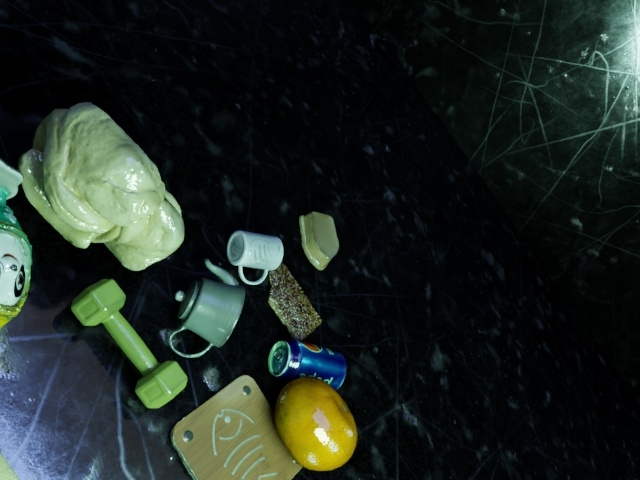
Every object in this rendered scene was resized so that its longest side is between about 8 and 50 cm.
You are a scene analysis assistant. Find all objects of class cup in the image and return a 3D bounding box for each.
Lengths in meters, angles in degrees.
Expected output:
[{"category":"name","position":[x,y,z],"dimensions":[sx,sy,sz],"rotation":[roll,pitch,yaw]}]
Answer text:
[{"category":"cup","position":[-0.179,0.045,1.678],"dimensions":[0.133,0.099,0.136],"rotation":[12,56,-41]}]

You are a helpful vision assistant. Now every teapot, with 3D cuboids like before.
[{"category":"teapot","position":[-0.288,0.168,1.461],"dimensions":[0.149,0.162,0.239],"rotation":[26,77,-20]}]

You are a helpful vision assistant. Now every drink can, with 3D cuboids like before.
[{"category":"drink can","position":[-0.034,0.336,1.616],"dimensions":[0.205,0.118,0.118],"rotation":[21,51,-35]}]

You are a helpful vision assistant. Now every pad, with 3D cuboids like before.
[{"category":"pad","position":[-0.191,0.497,1.431],"dimensions":[0.284,0.018,0.287],"rotation":[57,38,2]}]

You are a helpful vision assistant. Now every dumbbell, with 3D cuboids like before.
[{"category":"dumbbell","position":[-0.416,0.224,1.312],"dimensions":[0.302,0.121,0.108],"rotation":[53,10,-4]}]

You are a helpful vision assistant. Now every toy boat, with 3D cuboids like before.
[{"category":"toy boat","position":[0.000,0.000,1.918],"dimensions":[0.116,0.061,0.188],"rotation":[13,56,-40]}]

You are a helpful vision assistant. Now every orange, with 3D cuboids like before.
[{"category":"orange","position":[-0.017,0.457,1.491],"dimensions":[0.240,0.171,0.240],"rotation":[54,9,-13]}]

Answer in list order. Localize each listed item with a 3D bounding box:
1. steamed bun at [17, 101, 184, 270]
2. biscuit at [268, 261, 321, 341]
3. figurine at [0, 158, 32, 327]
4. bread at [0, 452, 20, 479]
[{"category":"steamed bun","position":[-0.478,-0.099,1.309],"dimensions":[0.325,0.372,0.230],"rotation":[26,62,22]},{"category":"biscuit","position":[-0.094,0.169,1.738],"dimensions":[0.236,0.026,0.131],"rotation":[57,38,-1]},{"category":"figurine","position":[-0.667,0.024,1.117],"dimensions":[0.323,0.232,0.339],"rotation":[59,21,-65]},{"category":"bread","position":[-0.594,0.407,0.992],"dimensions":[0.148,0.134,0.141],"rotation":[-34,90,-37]}]
